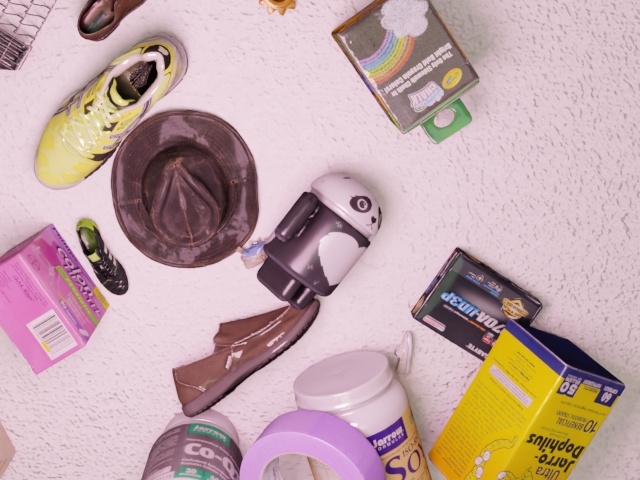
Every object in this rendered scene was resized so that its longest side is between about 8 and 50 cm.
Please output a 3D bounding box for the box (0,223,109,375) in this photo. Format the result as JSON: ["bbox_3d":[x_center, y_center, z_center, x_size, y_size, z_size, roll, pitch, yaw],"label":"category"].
[{"bbox_3d":[-0.541,0.109,1.839,0.117,0.243,0.213,-31,103,6],"label":"box"}]

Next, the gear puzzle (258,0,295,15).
[{"bbox_3d":[-0.079,-0.601,1.778,0.175,0.044,0.339,-5,108,-2],"label":"gear puzzle"}]

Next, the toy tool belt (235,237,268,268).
[{"bbox_3d":[-0.128,0.020,1.929,0.083,0.052,0.051,-26,112,4],"label":"toy tool belt"}]

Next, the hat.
[{"bbox_3d":[-0.274,-0.087,1.855,0.331,0.134,0.331,0,105,-1],"label":"hat"}]

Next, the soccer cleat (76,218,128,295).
[{"bbox_3d":[-0.450,0.040,1.912,0.060,0.072,0.179,-25,104,5],"label":"soccer cleat"}]

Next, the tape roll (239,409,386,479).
[{"bbox_3d":[-0.015,0.469,1.815,0.275,0.090,0.275,9,114,20],"label":"tape roll"}]

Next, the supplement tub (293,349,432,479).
[{"bbox_3d":[0.087,0.421,1.943,0.241,0.241,0.331,-16,105,2],"label":"supplement tub"}]

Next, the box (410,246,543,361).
[{"bbox_3d":[0.329,0.143,1.977,0.220,0.051,0.175,33,101,-10],"label":"box"}]

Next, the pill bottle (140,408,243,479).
[{"bbox_3d":[-0.259,0.490,1.887,0.204,0.361,0.204,-1,105,-2],"label":"pill bottle"}]

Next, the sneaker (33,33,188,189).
[{"bbox_3d":[-0.420,-0.252,1.793,0.145,0.147,0.385,42,98,-6],"label":"sneaker"}]

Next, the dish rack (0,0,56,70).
[{"bbox_3d":[-0.595,-0.469,1.777,0.208,0.074,0.271,33,103,-8],"label":"dish rack"}]

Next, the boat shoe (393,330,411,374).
[{"bbox_3d":[0.175,0.241,2.007,0.035,0.035,0.100,3,111,-5],"label":"boat shoe"}]

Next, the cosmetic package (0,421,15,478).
[{"bbox_3d":[-0.766,0.363,1.943,0.113,0.160,0.309,-20,105,2],"label":"cosmetic package"}]

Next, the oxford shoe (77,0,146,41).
[{"bbox_3d":[-0.377,-0.467,1.771,0.083,0.096,0.227,37,99,-9],"label":"oxford shoe"}]

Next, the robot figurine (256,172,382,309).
[{"bbox_3d":[0.001,0.000,1.855,0.173,0.209,0.278,38,91,-2],"label":"robot figurine"}]

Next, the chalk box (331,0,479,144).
[{"bbox_3d":[0.175,-0.325,1.786,0.180,0.179,0.289,-34,104,6],"label":"chalk box"}]

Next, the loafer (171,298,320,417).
[{"bbox_3d":[-0.163,0.215,1.936,0.366,0.134,0.130,-37,83,1],"label":"loafer"}]

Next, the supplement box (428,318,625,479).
[{"bbox_3d":[0.421,0.377,1.938,0.194,0.195,0.356,20,105,-34],"label":"supplement box"}]
